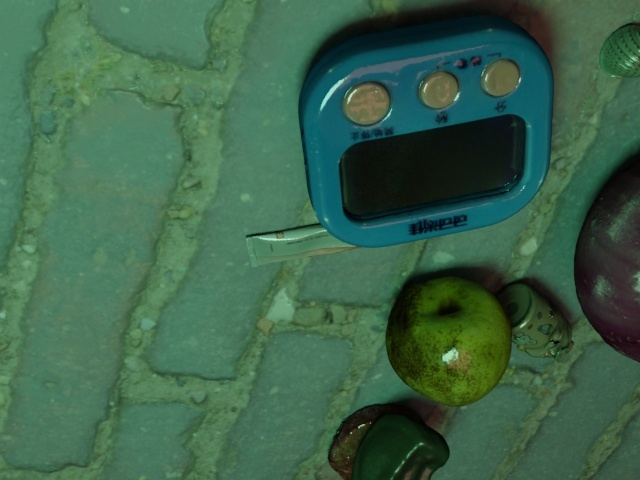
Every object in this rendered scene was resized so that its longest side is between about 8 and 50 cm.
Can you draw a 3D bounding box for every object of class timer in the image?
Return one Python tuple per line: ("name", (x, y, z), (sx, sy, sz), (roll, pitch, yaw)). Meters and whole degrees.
("timer", (0.141, -0.145, 1.400), (0.340, 0.115, 0.309), (-11, 127, -6))

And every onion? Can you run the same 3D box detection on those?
("onion", (0.559, 0.030, 1.523), (0.358, 0.345, 0.358), (0, 93, -5))

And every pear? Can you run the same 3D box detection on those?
("pear", (0.199, 0.161, 1.594), (0.197, 0.197, 0.197), (-7, 127, -9))

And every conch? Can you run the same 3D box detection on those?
("conch", (0.431, -0.255, 1.431), (0.076, 0.056, 0.085), (29, 115, -16))

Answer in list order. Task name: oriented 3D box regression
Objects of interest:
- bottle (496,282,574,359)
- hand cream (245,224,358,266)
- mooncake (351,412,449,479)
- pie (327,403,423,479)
("bottle", (0.353, 0.141, 1.678), (0.099, 0.099, 0.152), (-42, 126, 17))
("hand cream", (0.000, 0.002, 1.528), (0.216, 0.038, 0.052), (-8, 103, -1))
("mooncake", (0.135, 0.373, 1.694), (0.104, 0.168, 0.175), (29, 125, -25))
("pie", (0.103, 0.361, 1.806), (0.182, 0.049, 0.182), (-8, 127, -11))
